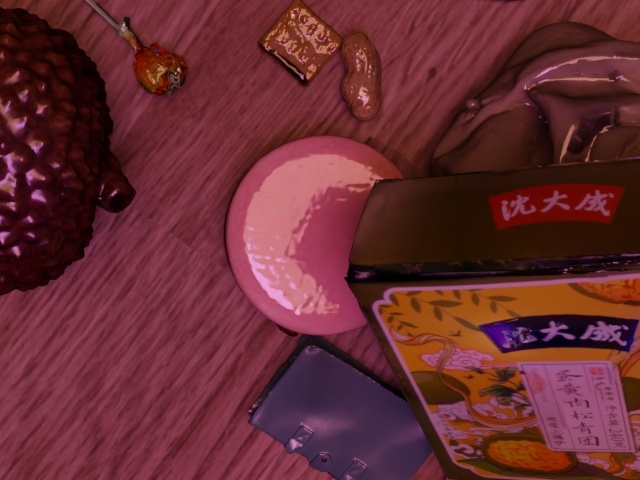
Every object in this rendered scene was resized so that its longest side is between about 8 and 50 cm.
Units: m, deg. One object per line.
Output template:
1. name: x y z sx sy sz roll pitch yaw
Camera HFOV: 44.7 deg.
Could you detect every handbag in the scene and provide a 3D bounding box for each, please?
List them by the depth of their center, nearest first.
1. handbag: 0.033 0.233 0.995 0.221 0.057 0.144 34 95 -10

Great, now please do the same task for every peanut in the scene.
1. peanut: 0.050 -0.205 0.974 0.053 0.054 0.113 -5 92 -8

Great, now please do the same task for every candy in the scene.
1. candy: -0.242 -0.252 0.934 0.201 0.060 0.060 45 86 -1
2. candy: 0.000 0.000 0.954 0.255 0.094 0.255 0 93 -9

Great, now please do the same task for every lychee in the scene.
1. lychee: -0.352 -0.096 0.797 0.330 0.306 0.306 14 91 -14

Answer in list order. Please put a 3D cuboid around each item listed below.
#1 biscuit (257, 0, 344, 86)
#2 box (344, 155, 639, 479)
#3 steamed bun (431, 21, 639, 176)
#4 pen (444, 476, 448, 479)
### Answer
1. biscuit: -0.024 -0.248 0.976 0.083 0.018 0.081 40 86 -9
2. box: 0.268 0.110 0.796 0.372 0.138 0.420 -3 136 25
3. steamed bun: 0.321 -0.068 0.921 0.342 0.255 0.368 43 88 -10
4. pen: 0.190 0.317 1.031 0.053 0.032 0.197 10 94 -8
